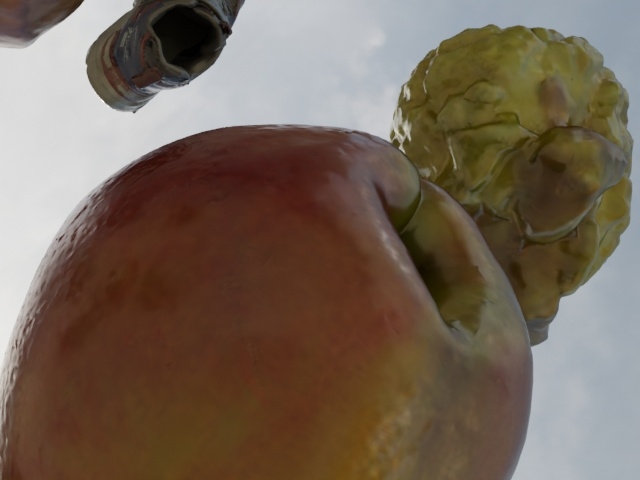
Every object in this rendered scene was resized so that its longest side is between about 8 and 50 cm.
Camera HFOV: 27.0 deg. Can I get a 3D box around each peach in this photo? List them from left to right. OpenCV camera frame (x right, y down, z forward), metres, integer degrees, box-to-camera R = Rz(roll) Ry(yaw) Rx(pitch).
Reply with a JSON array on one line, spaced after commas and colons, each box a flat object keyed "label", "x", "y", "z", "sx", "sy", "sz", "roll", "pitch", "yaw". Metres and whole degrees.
[{"label": "peach", "x": -0.044, "y": 0.097, "z": 0.754, "sx": 0.332, "sy": 0.308, "sz": 0.308, "roll": -51, "pitch": -120, "yaw": 24}]

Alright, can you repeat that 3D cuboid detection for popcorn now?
[{"label": "popcorn", "x": 0.162, "y": -0.044, "z": 1.101, "sx": 0.206, "sy": 0.237, "sz": 0.251, "roll": -3, "pitch": -112, "yaw": -2}]

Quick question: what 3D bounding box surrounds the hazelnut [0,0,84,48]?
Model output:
[{"label": "hazelnut", "x": -0.286, "y": -0.271, "z": 1.141, "sx": 0.214, "sy": 0.214, "sz": 0.176, "roll": -45, "pitch": -147, "yaw": 20}]

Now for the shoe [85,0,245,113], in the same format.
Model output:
[{"label": "shoe", "x": -0.133, "y": -0.223, "z": 1.332, "sx": 0.125, "sy": 0.099, "sz": 0.227, "roll": -16, "pitch": -149, "yaw": 52}]
